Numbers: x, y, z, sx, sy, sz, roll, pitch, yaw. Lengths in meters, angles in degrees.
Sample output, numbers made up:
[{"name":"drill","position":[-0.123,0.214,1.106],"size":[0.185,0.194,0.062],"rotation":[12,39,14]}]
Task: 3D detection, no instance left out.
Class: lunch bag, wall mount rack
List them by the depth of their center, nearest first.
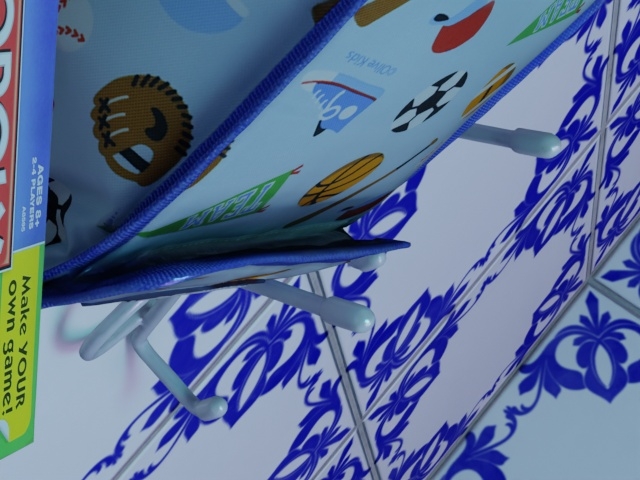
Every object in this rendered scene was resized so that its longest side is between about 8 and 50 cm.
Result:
[{"name":"lunch bag","position":[-0.047,-0.099,0.828],"size":[0.385,0.239,0.328],"rotation":[-43,165,22]},{"name":"wall mount rack","position":[0.000,0.000,1.121],"size":[0.350,0.130,0.304],"rotation":[-42,180,-30]}]

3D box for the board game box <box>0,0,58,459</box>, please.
[{"name":"board game box","position":[-0.154,-0.062,0.490],"size":[0.213,0.046,0.317],"rotation":[-23,120,-68]}]
